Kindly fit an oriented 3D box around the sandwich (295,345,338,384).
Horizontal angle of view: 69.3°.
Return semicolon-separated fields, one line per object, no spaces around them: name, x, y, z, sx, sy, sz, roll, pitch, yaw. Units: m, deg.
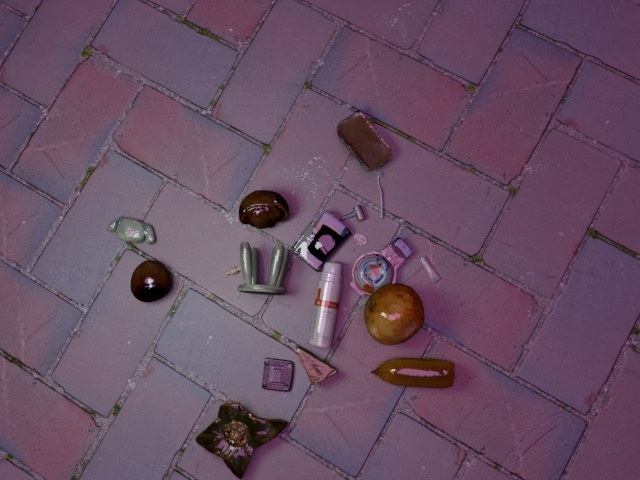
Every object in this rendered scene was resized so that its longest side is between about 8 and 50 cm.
sandwich;-0.015;0.478;1.857;0.113;0.079;0.163;-26;80;-1

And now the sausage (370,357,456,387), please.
sausage;0.361;0.517;1.814;0.328;0.112;0.112;1;83;7

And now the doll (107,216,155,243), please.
doll;-0.808;-0.042;1.982;0.214;0.071;0.104;14;85;2

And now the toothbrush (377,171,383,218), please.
toothbrush;0.253;-0.192;1.952;0.022;0.017;0.204;-5;82;23

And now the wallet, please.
wallet;0.000;0.000;1.922;0.170;0.069;0.231;41;89;3

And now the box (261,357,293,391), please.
box;-0.174;0.547;1.885;0.125;0.027;0.126;5;84;4

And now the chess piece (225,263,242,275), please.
chess piece;-0.358;0.125;1.950;0.092;0.035;0.035;-23;82;5

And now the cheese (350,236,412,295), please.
cheese;0.246;0.108;1.886;0.286;0.074;0.189;-41;83;-3

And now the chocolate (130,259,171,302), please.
chocolate;-0.703;0.164;1.918;0.176;0.177;0.177;-1;83;4

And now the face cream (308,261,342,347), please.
face cream;0.028;0.253;1.870;0.101;0.102;0.346;9;85;5

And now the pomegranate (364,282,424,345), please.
pomegranate;0.284;0.285;1.790;0.248;0.248;0.248;-1;83;4

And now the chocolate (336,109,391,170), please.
chocolate;0.176;-0.405;1.952;0.161;0.083;0.261;-32;82;-18

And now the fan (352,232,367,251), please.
fan;0.166;0.008;1.939;0.060;0.003;0.080;3;83;5

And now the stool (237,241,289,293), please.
stool;-0.224;0.116;1.863;0.195;0.195;0.199;5;79;5

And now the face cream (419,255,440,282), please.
face cream;0.445;0.118;1.897;0.038;0.020;0.115;-32;85;-1

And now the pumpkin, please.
pumpkin;-0.319;0.764;1.834;0.258;0.095;0.290;38;90;4

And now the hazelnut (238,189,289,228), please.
hazelnut;-0.230;-0.126;1.900;0.201;0.170;0.161;6;85;15

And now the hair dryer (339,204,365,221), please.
hair dryer;0.127;-0.101;1.943;0.114;0.037;0.063;-20;83;9
